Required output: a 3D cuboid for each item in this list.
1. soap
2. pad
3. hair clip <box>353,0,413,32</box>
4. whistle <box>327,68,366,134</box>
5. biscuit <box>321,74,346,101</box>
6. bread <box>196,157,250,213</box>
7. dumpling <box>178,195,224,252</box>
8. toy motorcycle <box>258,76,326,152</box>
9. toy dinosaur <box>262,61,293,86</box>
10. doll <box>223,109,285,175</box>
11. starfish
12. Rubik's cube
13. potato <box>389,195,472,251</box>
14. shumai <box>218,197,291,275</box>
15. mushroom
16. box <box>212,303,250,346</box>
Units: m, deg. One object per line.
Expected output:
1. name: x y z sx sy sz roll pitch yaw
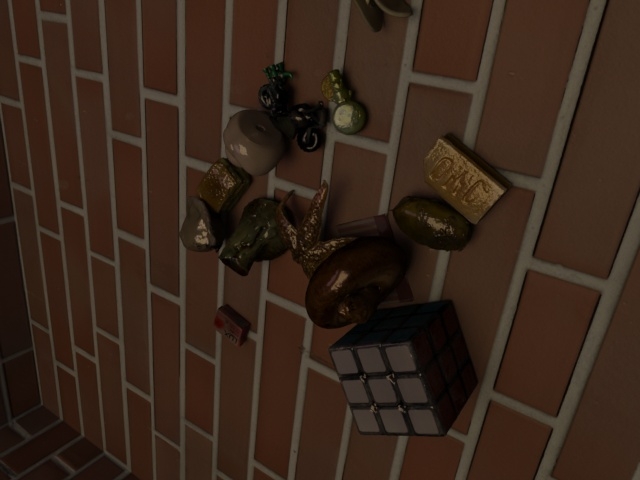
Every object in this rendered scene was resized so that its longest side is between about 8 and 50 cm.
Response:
1. soap: 0.390 -0.171 1.469 0.232 0.073 0.140 44 125 14
2. pad: 0.176 0.072 1.750 0.202 0.005 0.299 -12 100 37
3. hair clip: 0.121 -0.681 1.421 0.282 0.172 0.113 53 136 -4
4. whistle: 0.071 -0.414 1.601 0.104 0.057 0.198 -17 104 19
5. biscuit: 0.040 -0.468 1.633 0.084 0.023 0.083 13 114 31
6. bread: -0.355 -0.205 1.959 0.138 0.102 0.196 50 126 6
7. dumpling: -0.442 -0.054 2.044 0.293 0.164 0.204 1 77 61
8. toy motorcycle: -0.081 -0.410 1.685 0.270 0.106 0.159 49 131 2
9. toy dinosaur: -0.137 -0.521 1.724 0.133 0.059 0.096 -2 114 44
10. doll: -0.238 -0.311 1.786 0.221 0.221 0.250 -48 51 37
11. starfish: -0.007 0.002 1.783 0.384 0.132 0.397 -33 89 35
12. Rubik's cube: 0.256 0.387 1.622 0.301 0.305 0.303 -14 97 37
13. potato: 0.315 -0.048 1.537 0.252 0.113 0.149 21 140 22
14. shumai: -0.237 -0.013 1.886 0.222 0.204 0.271 23 115 26
15. mushroom: 0.110 0.124 1.612 0.345 0.345 0.238 -24 82 38
16. box: -0.369 0.351 2.201 0.156 0.060 0.111 34 125 21
